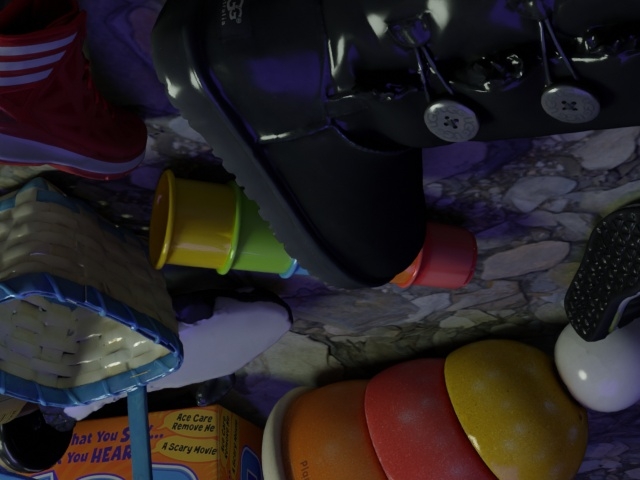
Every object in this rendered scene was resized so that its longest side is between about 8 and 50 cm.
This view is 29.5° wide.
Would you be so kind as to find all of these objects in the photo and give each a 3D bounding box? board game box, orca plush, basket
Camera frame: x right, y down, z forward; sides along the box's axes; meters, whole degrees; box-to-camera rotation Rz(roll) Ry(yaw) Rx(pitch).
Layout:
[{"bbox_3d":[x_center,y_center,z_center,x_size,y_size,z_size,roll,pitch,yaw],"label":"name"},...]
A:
[{"bbox_3d":[-0.240,0.451,1.671,0.356,0.356,0.356,-9,159,14],"label":"board game box"},{"bbox_3d":[-0.176,0.118,1.358,0.287,0.102,0.151,-36,127,4],"label":"orca plush"},{"bbox_3d":[-0.251,0.112,1.156,0.201,0.288,0.255,-27,140,24],"label":"basket"}]

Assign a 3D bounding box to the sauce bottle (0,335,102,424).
[{"bbox_3d":[-0.358,0.143,1.280,0.111,0.111,0.344,-21,177,33],"label":"sauce bottle"}]

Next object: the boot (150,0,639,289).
[{"bbox_3d":[0.157,-0.103,0.898,0.445,0.146,0.367,-12,149,26],"label":"boot"}]

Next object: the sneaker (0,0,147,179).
[{"bbox_3d":[-0.186,-0.122,0.945,0.128,0.087,0.221,-61,162,16],"label":"sneaker"}]

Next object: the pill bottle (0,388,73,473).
[{"bbox_3d":[-0.425,0.228,1.528,0.219,0.122,0.123,-6,154,36],"label":"pill bottle"}]

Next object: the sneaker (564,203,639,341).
[{"bbox_3d":[0.328,0.024,1.259,0.097,0.084,0.234,-18,158,-19],"label":"sneaker"}]

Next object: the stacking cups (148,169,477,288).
[{"bbox_3d":[0.000,0.000,1.164,0.316,0.096,0.096,8,150,-16],"label":"stacking cups"}]

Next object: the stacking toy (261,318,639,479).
[{"bbox_3d":[0.201,0.240,1.457,0.480,0.350,0.351,-34,140,23],"label":"stacking toy"}]
